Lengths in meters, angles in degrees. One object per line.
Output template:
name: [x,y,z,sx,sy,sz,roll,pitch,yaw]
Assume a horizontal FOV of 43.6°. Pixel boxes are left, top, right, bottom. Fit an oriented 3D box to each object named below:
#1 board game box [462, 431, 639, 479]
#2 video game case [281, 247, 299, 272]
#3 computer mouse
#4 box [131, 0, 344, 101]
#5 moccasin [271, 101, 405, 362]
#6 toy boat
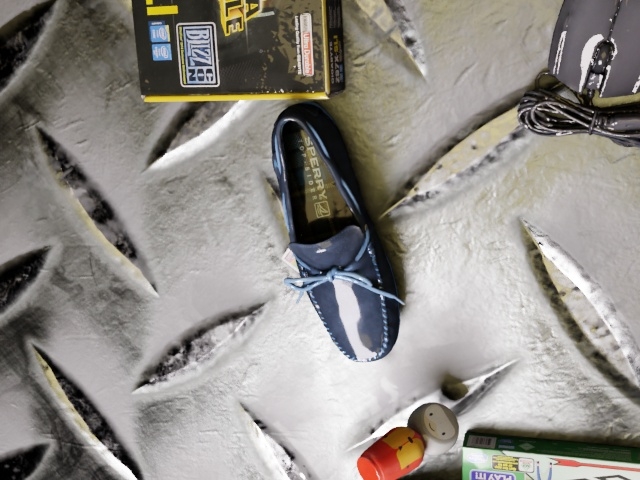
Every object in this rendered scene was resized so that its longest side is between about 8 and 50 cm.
board game box: [0.347,0.370,1.044,0.317,0.046,0.214,1,104,18]
video game case: [0.018,0.029,1.075,0.122,0.011,0.087,38,113,5]
computer mouse: [0.327,-0.235,0.867,0.188,0.072,0.272,12,108,16]
box: [-0.107,-0.336,0.980,0.257,0.079,0.322,3,106,19]
moccasin: [0.000,0.000,1.001,0.137,0.117,0.342,-21,94,15]
toy boat: [0.140,0.374,1.042,0.267,0.148,0.318,10,118,51]
